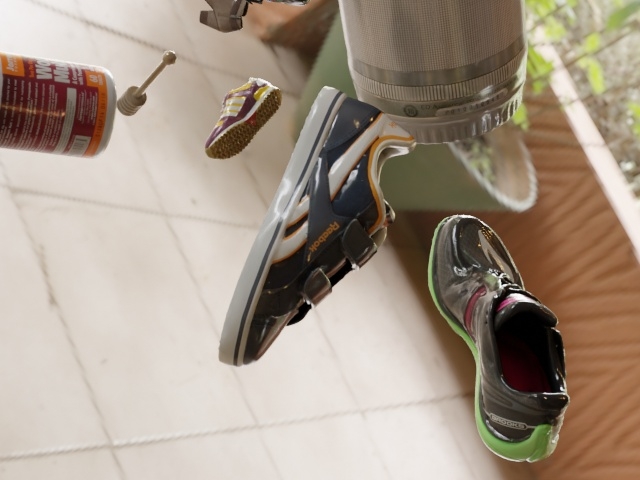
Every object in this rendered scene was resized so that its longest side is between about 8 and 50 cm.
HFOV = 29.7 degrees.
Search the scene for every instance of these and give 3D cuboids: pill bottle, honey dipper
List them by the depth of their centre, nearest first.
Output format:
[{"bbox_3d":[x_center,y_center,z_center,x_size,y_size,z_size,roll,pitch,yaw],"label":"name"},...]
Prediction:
[{"bbox_3d":[-0.377,-0.172,1.506,0.221,0.121,0.121,5,51,-29],"label":"pill bottle"},{"bbox_3d":[-0.217,-0.198,1.518,0.030,0.161,0.030,9,70,-26],"label":"honey dipper"}]

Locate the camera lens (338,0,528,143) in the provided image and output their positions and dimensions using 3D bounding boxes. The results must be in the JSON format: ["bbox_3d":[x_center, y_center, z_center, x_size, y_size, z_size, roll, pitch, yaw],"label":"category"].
[{"bbox_3d":[0.133,-0.281,1.436,0.219,0.219,0.274,-87,169,-56],"label":"camera lens"}]

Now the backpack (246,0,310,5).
[{"bbox_3d":[-0.095,-0.367,1.491,0.115,0.182,0.152,-68,167,-55],"label":"backpack"}]

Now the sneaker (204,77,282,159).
[{"bbox_3d":[-0.155,-0.220,2.183,0.084,0.185,0.069,31,-26,33],"label":"sneaker"}]

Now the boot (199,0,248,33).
[{"bbox_3d":[-0.173,-0.436,2.191,0.042,0.087,0.118,-19,115,-74],"label":"boot"}]

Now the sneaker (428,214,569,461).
[{"bbox_3d":[0.323,0.134,2.051,0.185,0.202,0.482,0,50,-22],"label":"sneaker"}]

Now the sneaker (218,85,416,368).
[{"bbox_3d":[0.000,0.000,1.286,0.127,0.321,0.126,23,-6,4],"label":"sneaker"}]
